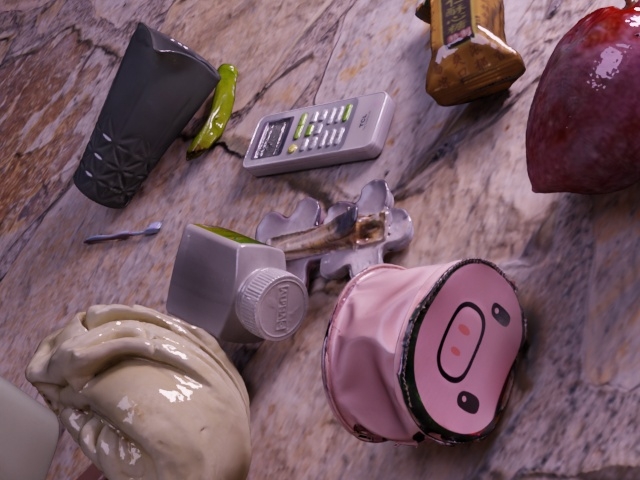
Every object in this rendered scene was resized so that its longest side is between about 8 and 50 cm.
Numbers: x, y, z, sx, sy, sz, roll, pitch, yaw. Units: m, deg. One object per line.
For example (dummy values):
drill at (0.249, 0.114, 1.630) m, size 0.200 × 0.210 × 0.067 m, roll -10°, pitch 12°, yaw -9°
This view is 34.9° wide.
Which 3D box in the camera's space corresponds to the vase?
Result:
vase at (-0.291, -0.202, 1.685) m, size 0.301 × 0.156 × 0.251 m, roll -57°, pitch -4°, yaw 17°

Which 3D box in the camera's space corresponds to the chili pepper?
chili pepper at (-0.171, -0.212, 1.677) m, size 0.052 × 0.050 × 0.201 m, roll 107°, pitch 178°, yaw -57°

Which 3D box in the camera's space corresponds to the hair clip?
hair clip at (0.005, 0.002, 1.321) m, size 0.257 × 0.075 × 0.146 m, roll -18°, pitch 63°, yaw 42°

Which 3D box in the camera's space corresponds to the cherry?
cherry at (0.307, -0.145, 1.072) m, size 0.249 × 0.175 × 0.192 m, roll -49°, pitch 29°, yaw 2°

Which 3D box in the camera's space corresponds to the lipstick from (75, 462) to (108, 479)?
lipstick at (-0.306, 0.338, 1.348) m, size 0.145 × 0.045 × 0.045 m, roll -46°, pitch 40°, yaw 2°

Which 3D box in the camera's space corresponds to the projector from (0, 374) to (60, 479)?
projector at (-0.552, 0.292, 1.421) m, size 0.248 × 0.249 × 0.248 m, roll -2°, pitch 57°, yaw 26°

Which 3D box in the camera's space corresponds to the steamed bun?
steamed bun at (-0.195, 0.187, 1.215) m, size 0.203 × 0.276 × 0.289 m, roll -43°, pitch 12°, yaw -13°

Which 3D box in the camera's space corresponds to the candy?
candy at (0.192, -0.283, 1.359) m, size 0.143 × 0.101 × 0.271 m, roll -21°, pitch 40°, yaw 21°

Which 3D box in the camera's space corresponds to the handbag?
handbag at (0.108, 0.114, 1.047) m, size 0.116 × 0.179 × 0.205 m, roll -5°, pitch 54°, yaw 49°

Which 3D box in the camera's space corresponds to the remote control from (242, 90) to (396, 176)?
remote control at (-0.005, -0.152, 1.483) m, size 0.250 × 0.034 × 0.103 m, roll -5°, pitch 55°, yaw 41°

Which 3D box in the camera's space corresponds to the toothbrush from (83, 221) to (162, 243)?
toothbrush at (-0.330, -0.010, 1.685) m, size 0.193 × 0.013 × 0.019 m, roll -10°, pitch 46°, yaw 38°

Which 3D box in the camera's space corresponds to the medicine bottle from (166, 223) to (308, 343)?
medicine bottle at (-0.108, 0.062, 1.319) m, size 0.188 × 0.088 × 0.132 m, roll 21°, pitch 98°, yaw 46°
